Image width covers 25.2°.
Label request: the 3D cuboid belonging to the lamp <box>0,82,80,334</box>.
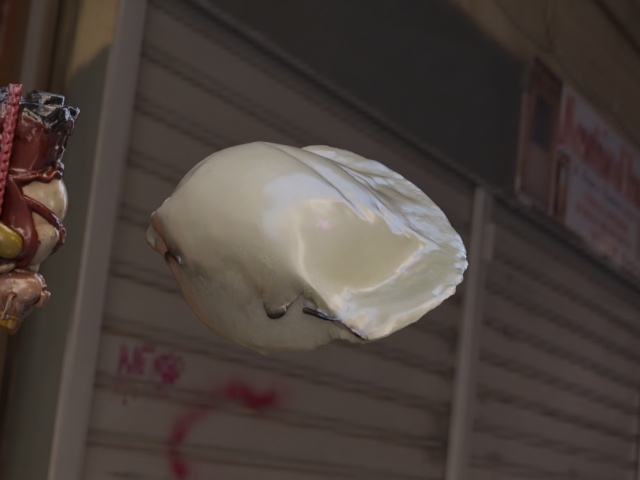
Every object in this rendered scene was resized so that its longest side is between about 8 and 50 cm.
[{"bbox_3d":[-0.273,-0.006,1.210,0.118,0.253,0.118,11,3,-1],"label":"lamp"}]

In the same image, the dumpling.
[{"bbox_3d":[-0.002,0.004,1.140,0.227,0.243,0.175,-27,-23,-37],"label":"dumpling"}]
